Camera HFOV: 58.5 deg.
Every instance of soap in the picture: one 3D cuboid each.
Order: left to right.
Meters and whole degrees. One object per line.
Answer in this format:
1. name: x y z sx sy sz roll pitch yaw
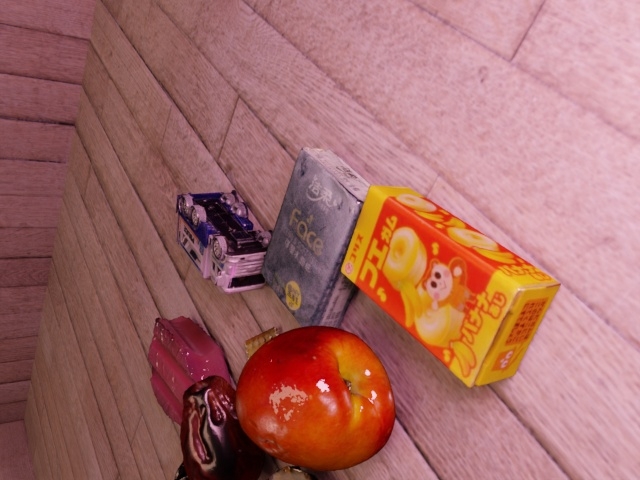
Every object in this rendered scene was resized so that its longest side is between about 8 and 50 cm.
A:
1. soap: -0.300 0.313 1.318 0.289 0.112 0.182 30 115 48

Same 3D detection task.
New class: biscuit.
1. biscuit: -0.094 0.297 1.128 0.139 0.016 0.231 -32 66 49

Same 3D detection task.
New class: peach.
1. peach: -0.008 0.240 0.865 0.243 0.243 0.199 -42 15 45

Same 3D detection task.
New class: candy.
1. candy: 0.151 0.046 0.744 0.276 0.088 0.146 39 122 44

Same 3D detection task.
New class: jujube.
1. jujube: -0.204 0.388 1.135 0.168 0.168 0.236 -8 101 52

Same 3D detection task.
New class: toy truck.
1. toy truck: -0.201 0.010 1.177 0.268 0.125 0.155 44 131 45

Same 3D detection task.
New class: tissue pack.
1. tissue pack: 0.000 0.000 0.946 0.185 0.081 0.256 47 127 40

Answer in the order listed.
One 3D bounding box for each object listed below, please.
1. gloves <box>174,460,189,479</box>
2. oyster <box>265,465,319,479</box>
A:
1. gloves: -0.254 0.545 1.263 0.203 0.124 0.164 -49 68 21
2. oyster: -0.041 0.511 1.013 0.259 0.092 0.198 -48 54 30
